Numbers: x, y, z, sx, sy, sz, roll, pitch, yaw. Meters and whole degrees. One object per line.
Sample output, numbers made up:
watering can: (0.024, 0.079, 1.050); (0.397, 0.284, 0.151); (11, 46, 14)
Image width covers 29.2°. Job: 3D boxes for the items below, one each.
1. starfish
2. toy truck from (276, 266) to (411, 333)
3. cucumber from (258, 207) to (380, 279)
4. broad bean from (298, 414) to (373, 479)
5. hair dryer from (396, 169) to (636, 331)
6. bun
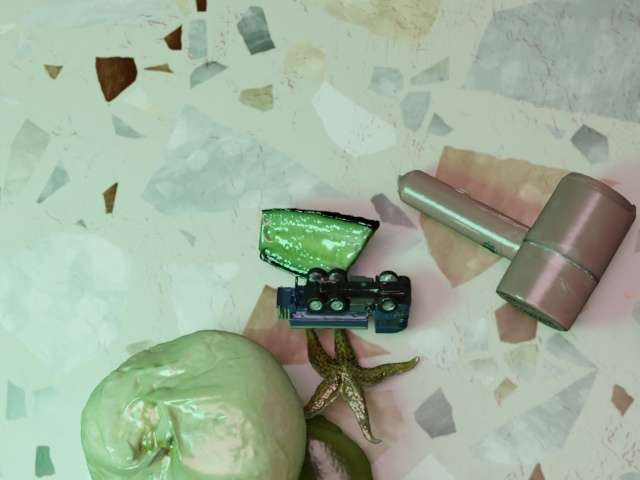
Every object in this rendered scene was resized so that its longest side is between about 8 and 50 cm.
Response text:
starfish: (0.045, 0.204, 1.841); (0.217, 0.050, 0.223); (-16, 63, -18)
toy truck: (0.035, 0.097, 1.845); (0.202, 0.088, 0.074); (1, 40, 1)
cucumber: (0.000, 0.000, 1.896); (0.193, 0.086, 0.115); (9, 114, 18)
broad bean: (0.006, 0.342, 1.832); (0.124, 0.082, 0.174); (-44, 83, 4)
hair dryer: (0.268, -0.037, 1.831); (0.352, 0.125, 0.210); (30, 86, 23)
bun: (-0.199, 0.301, 1.781); (0.361, 0.213, 0.361); (-2, 86, 34)
